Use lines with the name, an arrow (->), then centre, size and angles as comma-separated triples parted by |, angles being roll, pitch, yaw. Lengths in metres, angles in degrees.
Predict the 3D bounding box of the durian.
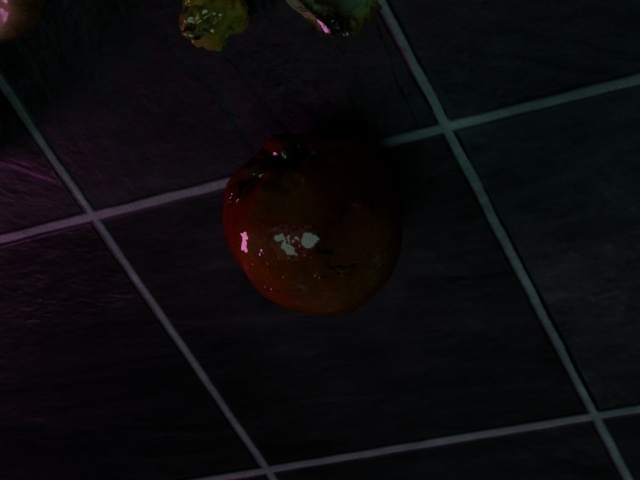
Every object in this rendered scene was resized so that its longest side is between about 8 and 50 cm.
durian -> -0.047, -0.305, 1.779 | 0.144, 0.139, 0.252 | -20, 124, 36

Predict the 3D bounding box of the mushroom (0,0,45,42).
mushroom -> -0.421, -0.322, 1.867 | 0.278, 0.146, 0.278 | 13, 144, 9

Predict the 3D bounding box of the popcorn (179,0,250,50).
popcorn -> -0.126, -0.258, 1.906 | 0.084, 0.084, 0.084 | 8, 133, 9

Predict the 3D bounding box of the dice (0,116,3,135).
dice -> -0.498, -0.106, 2.069 | 0.169, 0.166, 0.169 | 30, 132, -12

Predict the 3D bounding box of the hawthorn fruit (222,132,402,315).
hawthorn fruit -> 0.000, 0.000, 2.012 | 0.211, 0.211, 0.299 | 1, 144, 15
